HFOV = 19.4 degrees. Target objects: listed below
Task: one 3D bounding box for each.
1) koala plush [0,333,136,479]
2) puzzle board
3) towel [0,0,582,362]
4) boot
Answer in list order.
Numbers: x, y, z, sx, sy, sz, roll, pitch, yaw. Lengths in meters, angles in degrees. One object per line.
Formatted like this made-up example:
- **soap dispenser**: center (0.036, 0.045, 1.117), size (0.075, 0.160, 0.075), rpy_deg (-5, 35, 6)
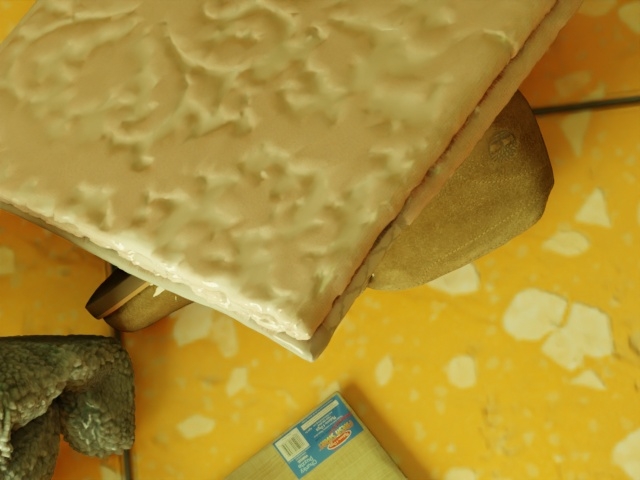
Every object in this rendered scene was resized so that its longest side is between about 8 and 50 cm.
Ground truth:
- **koala plush**: center (-0.225, 0.167, 1.114), size (0.196, 0.203, 0.221), rpy_deg (3, 90, 8)
- **puzzle board**: center (-0.010, 0.170, 1.164), size (0.128, 0.011, 0.096), rpy_deg (-38, 75, -2)
- **towel**: center (-0.037, -0.112, 1.122), size (0.332, 0.053, 0.317), rpy_deg (24, 70, 35)
- **boot**: center (0.000, 0.000, 1.156), size (0.305, 0.112, 0.115), rpy_deg (-26, 105, 10)
